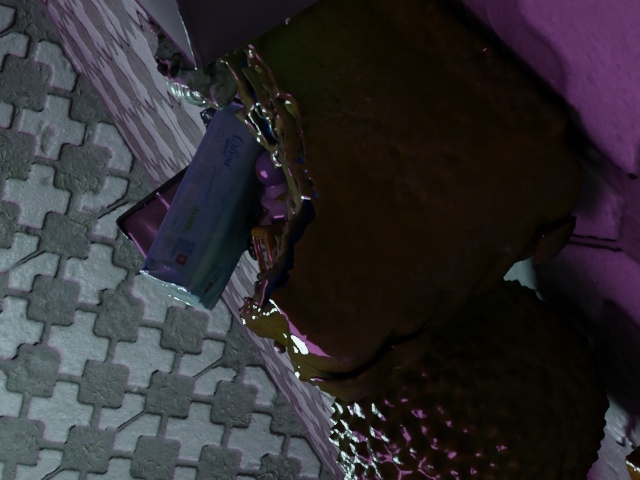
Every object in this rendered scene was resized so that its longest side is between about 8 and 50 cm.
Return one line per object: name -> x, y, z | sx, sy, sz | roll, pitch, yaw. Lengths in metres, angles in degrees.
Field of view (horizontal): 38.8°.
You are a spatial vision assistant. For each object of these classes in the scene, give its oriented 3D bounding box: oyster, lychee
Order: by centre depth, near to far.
lychee -> 0.145, 0.163, 0.890 | 0.320, 0.270, 0.270 | -70, -37, -49
oyster -> -0.099, -0.248, 0.912 | 0.087, 0.252, 0.199 | -10, 108, 29

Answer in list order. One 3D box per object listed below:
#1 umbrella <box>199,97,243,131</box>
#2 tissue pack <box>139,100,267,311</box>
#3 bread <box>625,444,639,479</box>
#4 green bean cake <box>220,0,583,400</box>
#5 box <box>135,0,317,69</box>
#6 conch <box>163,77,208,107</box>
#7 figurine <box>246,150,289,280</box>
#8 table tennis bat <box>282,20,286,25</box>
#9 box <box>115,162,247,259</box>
umbrella -> -0.076, -0.074, 1.464 | 0.349, 0.094, 0.143 | 59, -169, 12
tissue pack -> -0.142, -0.042, 1.262 | 0.089, 0.263, 0.177 | 24, 169, 10
bread -> 0.346, 0.252, 0.876 | 0.094, 0.035, 0.090 | 32, 152, 60
green bean cake -> 0.027, -0.047, 0.780 | 0.310, 0.285, 0.202 | 53, 171, 19
box -> -0.038, -0.243, 0.667 | 0.129, 0.225, 0.086 | 49, 164, 27
conch -> -0.180, -0.268, 1.370 | 0.135, 0.102, 0.153 | 57, -155, -56
figurine -> -0.001, 0.004, 1.168 | 0.382, 0.186, 0.261 | 170, 92, -78
table tennis bat -> -0.080, -0.284, 1.075 | 0.274, 0.021, 0.154 | 53, 146, -11
box -> -0.191, -0.038, 1.561 | 0.153, 0.188, 0.252 | 56, -165, 3
